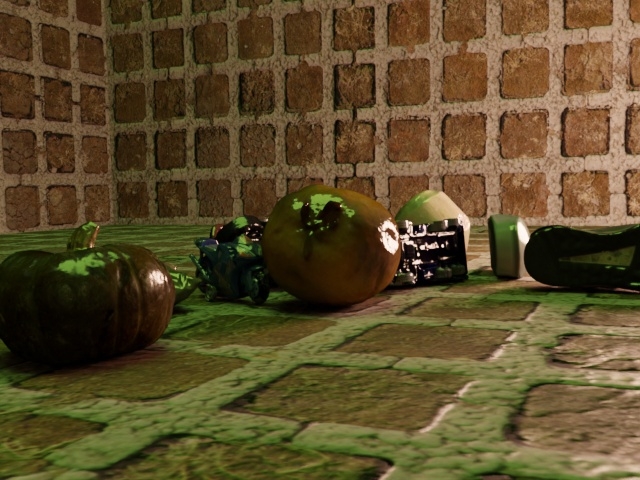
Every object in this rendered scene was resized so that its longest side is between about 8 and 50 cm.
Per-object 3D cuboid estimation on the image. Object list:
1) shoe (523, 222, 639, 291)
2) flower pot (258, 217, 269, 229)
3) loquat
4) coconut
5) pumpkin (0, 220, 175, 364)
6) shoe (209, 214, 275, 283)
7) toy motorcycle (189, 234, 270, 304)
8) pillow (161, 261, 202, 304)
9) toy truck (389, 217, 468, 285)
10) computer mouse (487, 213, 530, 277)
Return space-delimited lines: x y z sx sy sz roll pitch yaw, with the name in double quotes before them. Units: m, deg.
"shoe" 0.538 0.031 1.358 0.337 0.132 0.171 -3 -6 17
"flower pot" -0.093 -0.005 2.014 0.158 0.106 0.157 0 7 0
"loquat" 0.018 0.011 1.221 0.239 0.193 0.238 21 -6 2
"coconut" 0.262 -0.017 1.765 0.171 0.183 0.171 -35 -15 -11
"pumpkin" -0.279 0.058 0.901 0.219 0.162 0.219 -1 0 0
"shoe" -0.135 0.018 1.513 0.114 0.137 0.291 -6 7 -39
"toy motorcycle" -0.153 0.045 1.299 0.076 0.114 0.205 -6 7 -42
"pillow" -0.298 0.076 1.268 0.174 0.067 0.270 -9 7 -21
"toy truck" 0.160 0.025 1.455 0.155 0.124 0.268 -7 -2 42
"computer mouse" 0.385 0.011 1.562 0.079 0.127 0.231 -2 8 5
